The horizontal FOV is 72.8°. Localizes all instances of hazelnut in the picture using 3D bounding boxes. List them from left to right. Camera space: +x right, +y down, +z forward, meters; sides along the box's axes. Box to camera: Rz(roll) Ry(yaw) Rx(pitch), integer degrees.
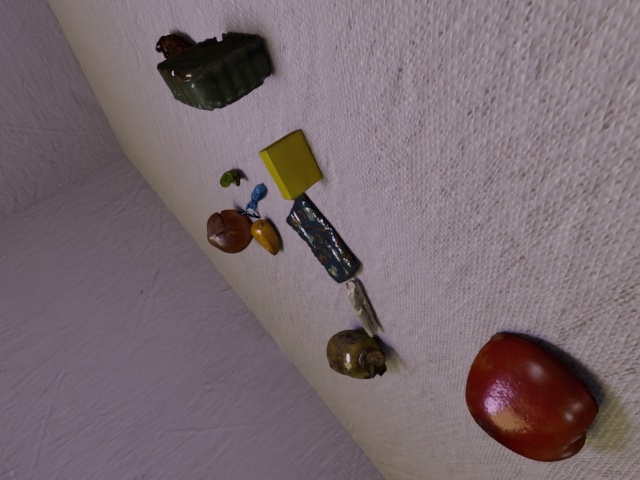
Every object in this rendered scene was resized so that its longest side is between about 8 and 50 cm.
[{"bbox_3d":[-0.349,-0.028,1.664,0.182,0.182,0.182,44,157,24],"label":"hazelnut"}]

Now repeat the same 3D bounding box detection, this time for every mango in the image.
[{"bbox_3d":[-0.183,-0.009,1.492,0.101,0.066,0.187,29,154,34],"label":"mango"}]

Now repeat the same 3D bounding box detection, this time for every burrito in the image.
[{"bbox_3d":[0.113,0.182,1.175,0.041,0.045,0.185,-90,-25,-61],"label":"burrito"}]

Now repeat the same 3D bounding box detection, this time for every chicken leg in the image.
[{"bbox_3d":[-0.360,-0.479,1.141,0.234,0.063,0.105,39,159,33],"label":"chicken leg"}]

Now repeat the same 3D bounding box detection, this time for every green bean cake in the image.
[{"bbox_3d":[-0.211,-0.338,0.875,0.173,0.181,0.094,30,150,43],"label":"green bean cake"}]

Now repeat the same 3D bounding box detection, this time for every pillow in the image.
[{"bbox_3d":[0.001,0.001,1.159,0.255,0.034,0.189,53,157,7],"label":"pillow"}]

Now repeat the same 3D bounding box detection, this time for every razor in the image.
[{"bbox_3d":[-0.216,-0.127,1.409,0.082,0.042,0.253,14,163,-13],"label":"razor"}]

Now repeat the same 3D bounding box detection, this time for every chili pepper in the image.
[{"bbox_3d":[-0.300,-0.208,1.453,0.052,0.050,0.201,44,166,-21],"label":"chili pepper"}]

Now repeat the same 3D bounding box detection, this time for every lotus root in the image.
[{"bbox_3d":[0.113,0.341,1.294,0.154,0.154,0.278,56,160,-6],"label":"lotus root"}]

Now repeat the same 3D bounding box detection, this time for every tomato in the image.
[{"bbox_3d":[0.329,0.276,0.729,0.200,0.139,0.233,40,156,49],"label":"tomato"}]

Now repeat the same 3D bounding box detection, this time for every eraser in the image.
[{"bbox_3d":[-0.062,-0.163,0.943,0.045,0.097,0.122,12,134,57],"label":"eraser"}]
